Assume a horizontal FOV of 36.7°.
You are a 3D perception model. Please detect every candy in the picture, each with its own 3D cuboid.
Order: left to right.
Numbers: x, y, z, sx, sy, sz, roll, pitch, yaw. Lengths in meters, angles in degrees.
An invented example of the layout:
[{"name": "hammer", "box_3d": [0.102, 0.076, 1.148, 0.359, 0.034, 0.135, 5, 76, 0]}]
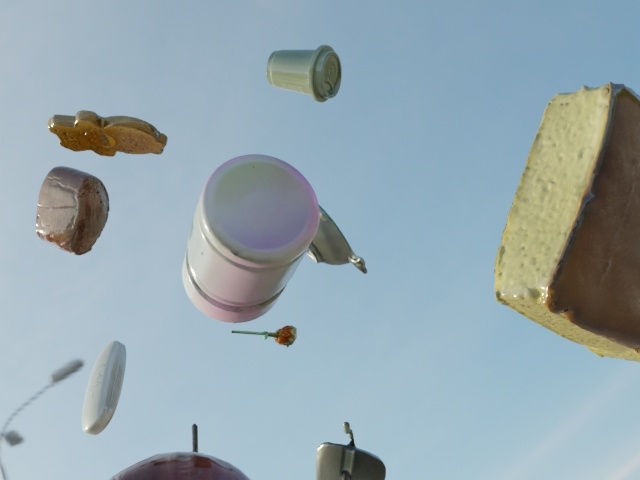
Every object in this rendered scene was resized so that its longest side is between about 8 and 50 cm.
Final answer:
[{"name": "candy", "box_3d": [-0.127, 0.212, 2.187, 0.184, 0.049, 0.056, 9, -58, -42]}]

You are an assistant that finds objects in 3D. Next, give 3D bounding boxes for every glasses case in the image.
[{"name": "glasses case", "box_3d": [-0.472, 0.320, 2.113, 0.059, 0.233, 0.092, 31, -53, -24]}]

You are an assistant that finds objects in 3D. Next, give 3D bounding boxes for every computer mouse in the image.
[{"name": "computer mouse", "box_3d": [0.058, 0.512, 2.053, 0.167, 0.090, 0.379, 9, -44, 16]}]

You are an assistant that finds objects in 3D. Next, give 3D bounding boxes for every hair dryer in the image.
[{"name": "hair dryer", "box_3d": [-0.259, 0.422, 2.000, 0.026, 0.083, 0.047, -14, -21, 22]}]

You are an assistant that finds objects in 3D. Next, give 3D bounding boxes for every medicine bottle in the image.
[{"name": "medicine bottle", "box_3d": [-0.136, 0.004, 1.772, 0.212, 0.212, 0.325, -16, -19, -20]}]

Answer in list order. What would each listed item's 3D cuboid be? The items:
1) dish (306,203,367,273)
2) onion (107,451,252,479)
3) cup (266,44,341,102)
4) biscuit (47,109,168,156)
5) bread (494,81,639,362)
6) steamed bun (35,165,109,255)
[{"name": "dish", "box_3d": [0.000, 0.000, 2.205, 0.078, 0.246, 0.224, -38, -26, -9]}, {"name": "onion", "box_3d": [-0.231, 0.486, 1.470, 0.353, 0.354, 0.354, -21, -29, -12]}, {"name": "cup", "box_3d": [-0.036, -0.353, 2.033, 0.141, 0.120, 0.120, 8, -15, 27]}, {"name": "biscuit", "box_3d": [-0.414, -0.211, 1.894, 0.225, 0.036, 0.166, 2, -22, 9]}, {"name": "bread", "box_3d": [0.413, -0.012, 1.362, 0.333, 0.143, 0.324, 25, -101, -40]}, {"name": "steamed bun", "box_3d": [-0.515, -0.061, 2.034, 0.106, 0.144, 0.175, 10, -86, -59]}]
